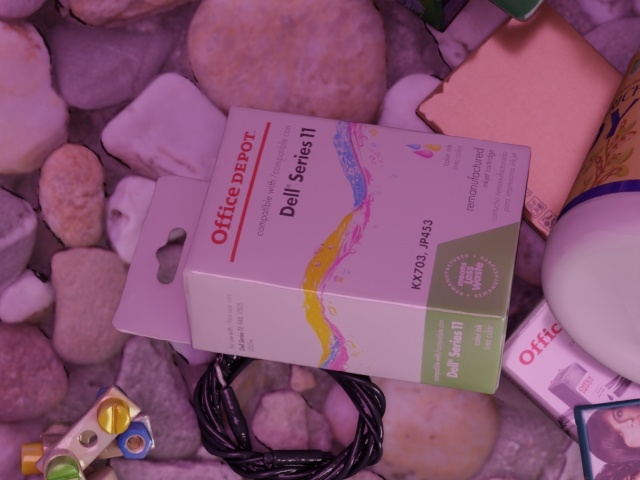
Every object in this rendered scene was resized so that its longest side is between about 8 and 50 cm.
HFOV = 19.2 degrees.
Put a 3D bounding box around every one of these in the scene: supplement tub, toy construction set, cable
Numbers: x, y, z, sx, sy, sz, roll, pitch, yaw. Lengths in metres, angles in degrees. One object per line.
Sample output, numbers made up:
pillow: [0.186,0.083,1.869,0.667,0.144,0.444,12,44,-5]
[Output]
supplement tub: [0.351,-0.054,1.625,0.241,0.241,0.331,25,57,5]
toy construction set: [-0.288,0.269,1.729,0.328,0.151,0.215,-17,109,9]
cable: [-0.027,0.163,1.775,0.184,0.047,0.150,34,88,5]

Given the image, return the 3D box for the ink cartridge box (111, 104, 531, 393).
ink cartridge box: [0.000,0.000,1.706,0.353,0.119,0.207,8,52,6]

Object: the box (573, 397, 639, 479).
box: [0.351,0.178,1.653,0.244,0.060,0.100,-8,86,1]

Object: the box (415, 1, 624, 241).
box: [0.217,-0.111,1.797,0.164,0.021,0.201,-45,84,-1]

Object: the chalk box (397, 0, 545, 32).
chalk box: [0.103,-0.318,1.742,0.289,0.179,0.180,39,90,5]

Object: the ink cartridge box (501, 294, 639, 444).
ink cartridge box: [0.284,0.123,1.738,0.218,0.092,0.158,42,88,8]
